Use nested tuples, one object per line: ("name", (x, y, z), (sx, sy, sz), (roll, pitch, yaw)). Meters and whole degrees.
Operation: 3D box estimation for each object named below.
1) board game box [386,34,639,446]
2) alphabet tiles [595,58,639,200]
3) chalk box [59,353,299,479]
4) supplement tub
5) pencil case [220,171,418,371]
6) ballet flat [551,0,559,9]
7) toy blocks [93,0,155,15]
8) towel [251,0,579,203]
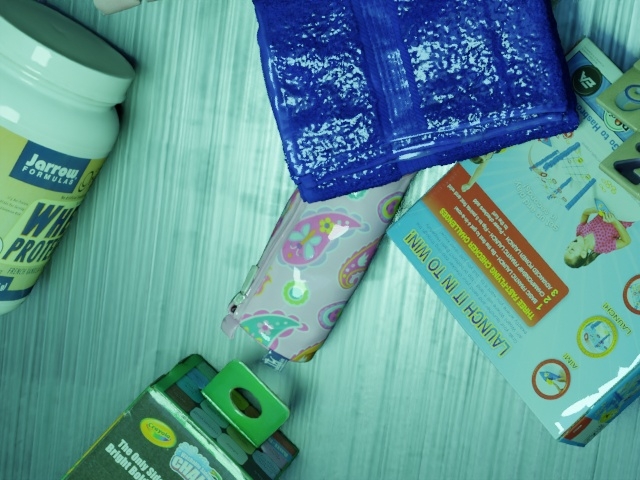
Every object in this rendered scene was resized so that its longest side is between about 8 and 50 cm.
("board game box", (0.275, 0.001, 1.609), (0.302, 0.086, 0.308), (-44, 62, 13))
("alphabet tiles", (0.455, -0.124, 1.535), (0.342, 0.011, 0.285), (-40, 64, -18))
("chalk box", (-0.154, 0.257, 1.764), (0.180, 0.179, 0.289), (45, 104, 3))
("supplement tub", (-0.365, -0.099, 1.721), (0.228, 0.228, 0.316), (33, 104, 5))
("pencil case", (0.000, 0.000, 1.717), (0.124, 0.124, 0.284), (31, 103, 5))
("ballet flat", (0.211, -0.237, 1.653), (0.087, 0.083, 0.247), (17, 106, -38))
("toy blocks", (-0.237, -0.395, 1.615), (0.260, 0.288, 0.309), (-6, 101, 7))
("towel", (0.094, -0.180, 1.579), (0.308, 0.076, 0.228), (-15, 95, 8))
